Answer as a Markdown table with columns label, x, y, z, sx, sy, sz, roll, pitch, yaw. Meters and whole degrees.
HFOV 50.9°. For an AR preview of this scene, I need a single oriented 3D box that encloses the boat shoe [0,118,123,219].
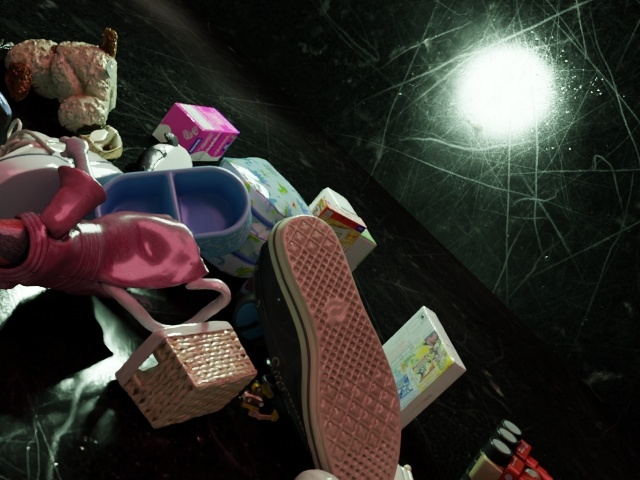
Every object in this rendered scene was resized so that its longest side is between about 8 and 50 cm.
| label | x | y | z | sx | sy | sz | roll | pitch | yaw |
| --- | --- | --- | --- | --- | --- | --- | --- | --- | --- |
| boat shoe | -0.474 | -0.128 | 1.116 | 0.156 | 0.136 | 0.367 | 42 | 15 | 3 |

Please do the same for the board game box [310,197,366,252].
| label | x | y | z | sx | sy | sz | roll | pitch | yaw |
| --- | --- | --- | --- | --- | --- | --- | --- | --- | --- |
| board game box | 0.000 | 0.000 | 1.687 | 0.147 | 0.193 | 0.045 | 25 | 24 | -39 |

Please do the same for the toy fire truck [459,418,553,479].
| label | x | y | z | sx | sy | sz | roll | pitch | yaw |
| --- | --- | --- | --- | --- | --- | --- | --- | --- | --- |
| toy fire truck | 0.434 | 0.537 | 1.430 | 0.246 | 0.158 | 0.217 | 36 | 15 | 20 |

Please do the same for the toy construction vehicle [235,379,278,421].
| label | x | y | z | sx | sy | sz | roll | pitch | yaw |
| --- | --- | --- | --- | --- | --- | --- | --- | --- | --- |
| toy construction vehicle | -0.118 | 0.255 | 1.113 | 0.098 | 0.035 | 0.086 | 32 | 9 | -33 |

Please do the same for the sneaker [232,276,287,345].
| label | x | y | z | sx | sy | sz | roll | pitch | yaw |
| --- | --- | --- | --- | --- | --- | --- | --- | --- | --- |
| sneaker | -0.017 | 0.180 | 1.341 | 0.341 | 0.125 | 0.139 | 35 | 17 | -20 |

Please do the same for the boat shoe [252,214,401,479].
| label | x | y | z | sx | sy | sz | roll | pitch | yaw |
| --- | --- | --- | --- | --- | --- | --- | --- | --- | --- |
| boat shoe | 0.000 | 0.206 | 1.148 | 0.187 | 0.156 | 0.500 | -5 | 70 | -37 |

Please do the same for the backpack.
| label | x | y | z | sx | sy | sz | roll | pitch | yaw |
| --- | --- | --- | --- | --- | --- | --- | --- | --- | --- |
| backpack | -0.158 | -0.051 | 1.457 | 0.290 | 0.273 | 0.355 | 53 | 33 | 11 |

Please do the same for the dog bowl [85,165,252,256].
| label | x | y | z | sx | sy | sz | roll | pitch | yaw |
| --- | --- | --- | --- | --- | --- | --- | --- | --- | --- |
| dog bowl | -0.260 | -0.051 | 1.193 | 0.297 | 0.074 | 0.165 | -7 | 70 | -21 |

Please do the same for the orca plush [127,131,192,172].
| label | x | y | z | sx | sy | sz | roll | pitch | yaw |
| --- | --- | --- | --- | --- | --- | --- | --- | --- | --- |
| orca plush | -0.379 | -0.148 | 1.497 | 0.287 | 0.102 | 0.151 | -77 | 162 | -59 |

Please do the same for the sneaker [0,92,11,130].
| label | x | y | z | sx | sy | sz | roll | pitch | yaw |
| --- | --- | --- | --- | --- | --- | --- | --- | --- | --- |
| sneaker | -0.664 | -0.314 | 1.177 | 0.330 | 0.130 | 0.147 | 41 | 20 | 0 |

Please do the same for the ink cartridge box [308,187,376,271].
| label | x | y | z | sx | sy | sz | roll | pitch | yaw |
| --- | --- | --- | --- | --- | --- | --- | --- | --- | --- |
| ink cartridge box | 0.035 | -0.015 | 1.847 | 0.093 | 0.160 | 0.219 | 28 | 22 | -38 |

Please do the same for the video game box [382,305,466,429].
| label | x | y | z | sx | sy | sz | roll | pitch | yaw |
| --- | --- | --- | --- | --- | --- | --- | --- | --- | --- |
| video game box | 0.193 | 0.270 | 1.425 | 0.048 | 0.205 | 0.187 | 33 | 20 | -27 |

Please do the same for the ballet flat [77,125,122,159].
| label | x | y | z | sx | sy | sz | roll | pitch | yaw |
| --- | --- | --- | --- | --- | --- | --- | --- | --- | --- |
| ballet flat | -0.463 | -0.207 | 1.434 | 0.073 | 0.067 | 0.206 | 37 | 18 | -8 |

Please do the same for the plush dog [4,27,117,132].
| label | x | y | z | sx | sy | sz | roll | pitch | yaw |
| --- | --- | --- | --- | --- | --- | --- | --- | --- | --- |
| plush dog | -0.567 | -0.372 | 1.467 | 0.226 | 0.210 | 0.262 | 7 | 25 | -13 |

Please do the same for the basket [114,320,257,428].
| label | x | y | z | sx | sy | sz | roll | pitch | yaw |
| --- | --- | --- | --- | --- | --- | --- | --- | --- | --- |
| basket | -0.189 | 0.193 | 0.979 | 0.103 | 0.113 | 0.167 | 53 | 20 | 21 |

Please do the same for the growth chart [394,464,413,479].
| label | x | y | z | sx | sy | sz | roll | pitch | yaw |
| --- | --- | --- | --- | --- | --- | --- | --- | --- | --- |
| growth chart | 0.090 | 0.398 | 1.210 | 0.237 | 0.021 | 0.172 | 37 | 18 | -13 |

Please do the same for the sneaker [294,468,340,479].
| label | x | y | z | sx | sy | sz | roll | pitch | yaw |
| --- | --- | --- | --- | --- | --- | --- | --- | --- | --- |
| sneaker | -0.041 | 0.381 | 0.842 | 0.169 | 0.108 | 0.292 | 37 | 19 | -22 |

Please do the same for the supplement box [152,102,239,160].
| label | x | y | z | sx | sy | sz | roll | pitch | yaw |
| --- | --- | --- | --- | --- | --- | --- | --- | --- | --- |
| supplement box | -0.333 | -0.290 | 1.826 | 0.114 | 0.111 | 0.220 | 45 | 19 | 10 |

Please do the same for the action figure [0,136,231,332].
| label | x | y | z | sx | sy | sz | roll | pitch | yaw |
| --- | --- | --- | --- | --- | --- | --- | --- | --- | --- |
| action figure | -0.340 | 0.031 | 0.894 | 0.275 | 0.248 | 0.370 | 53 | 13 | 17 |

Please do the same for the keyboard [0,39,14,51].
| label | x | y | z | sx | sy | sz | roll | pitch | yaw |
| --- | --- | --- | --- | --- | --- | --- | --- | --- | --- |
| keyboard | -0.756 | -0.421 | 1.390 | 0.202 | 0.033 | 0.317 | 24 | 23 | -18 |
